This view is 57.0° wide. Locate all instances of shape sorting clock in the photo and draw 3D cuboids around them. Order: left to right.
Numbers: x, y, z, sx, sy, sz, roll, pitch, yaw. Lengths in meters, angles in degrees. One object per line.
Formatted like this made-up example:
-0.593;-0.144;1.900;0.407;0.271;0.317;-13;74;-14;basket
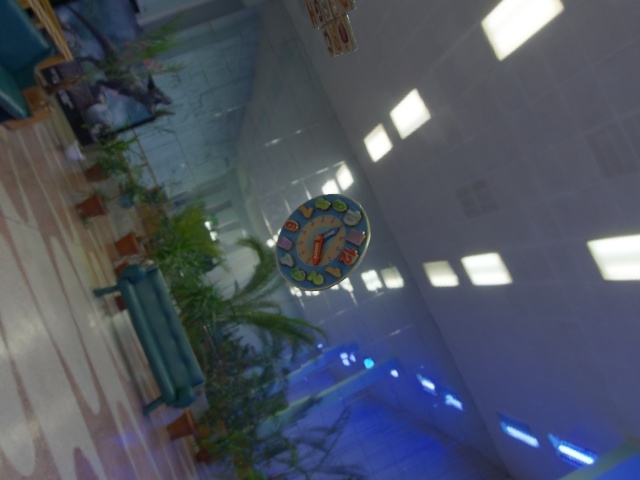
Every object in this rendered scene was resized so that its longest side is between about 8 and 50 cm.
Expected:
0.000;0.000;1.145;0.206;0.206;0.040;60;10;33;shape sorting clock

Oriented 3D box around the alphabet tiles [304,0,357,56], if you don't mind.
-0.018;-0.475;0.970;0.285;0.011;0.342;-133;-159;-71;alphabet tiles
